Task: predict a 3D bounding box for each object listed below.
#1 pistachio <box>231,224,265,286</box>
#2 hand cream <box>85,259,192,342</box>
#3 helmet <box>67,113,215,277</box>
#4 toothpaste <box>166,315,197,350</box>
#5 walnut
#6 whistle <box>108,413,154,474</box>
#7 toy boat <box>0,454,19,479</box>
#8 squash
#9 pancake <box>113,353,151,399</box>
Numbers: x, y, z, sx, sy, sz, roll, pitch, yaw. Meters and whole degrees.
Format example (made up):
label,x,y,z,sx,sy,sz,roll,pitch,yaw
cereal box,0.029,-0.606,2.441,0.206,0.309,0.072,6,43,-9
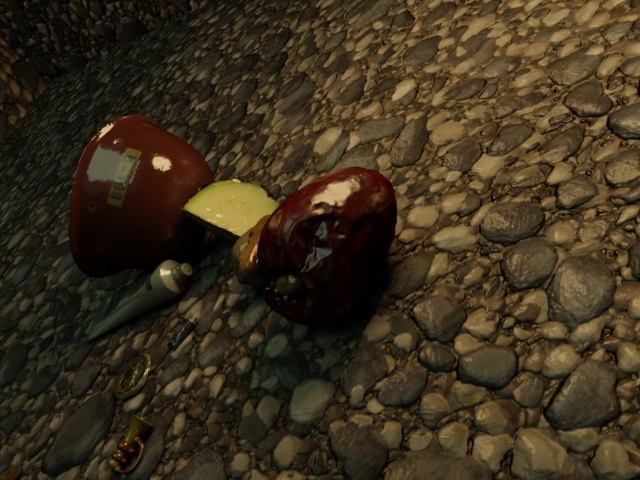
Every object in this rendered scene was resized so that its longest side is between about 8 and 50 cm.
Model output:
label,x,y,z,sx,sy,sz,roll,pitch,yaw
pistachio,-0.111,0.024,1.589,0.113,0.113,0.149,-7,29,43
hand cream,-0.405,0.128,1.822,0.341,0.078,0.124,-29,34,34
helmet,-0.362,-0.076,1.818,0.230,0.337,0.384,15,75,24
toothpaste,-0.278,0.186,1.646,0.027,0.019,0.083,34,81,40
walnut,0.000,0.000,1.396,0.244,0.221,0.269,14,46,44
whistle,-0.342,0.377,1.484,0.046,0.057,0.109,92,-157,-72
toy boat,-0.663,0.556,1.553,0.115,0.089,0.310,-19,38,27
squash,-0.180,-0.048,1.753,0.192,0.085,0.184,27,40,14
pancake,-0.379,0.275,1.649,0.108,0.017,0.108,-32,33,23
